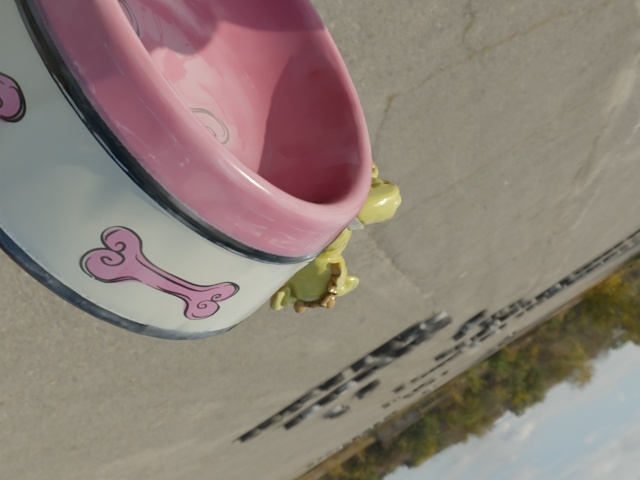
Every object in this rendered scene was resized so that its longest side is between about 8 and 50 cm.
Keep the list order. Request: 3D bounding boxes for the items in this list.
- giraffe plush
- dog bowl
[{"bbox_3d":[0.000,0.000,0.914,0.182,0.210,0.170,7,122,-10],"label":"giraffe plush"},{"bbox_3d":[-0.111,-0.135,0.579,0.150,0.407,0.408,-27,169,27],"label":"dog bowl"}]
